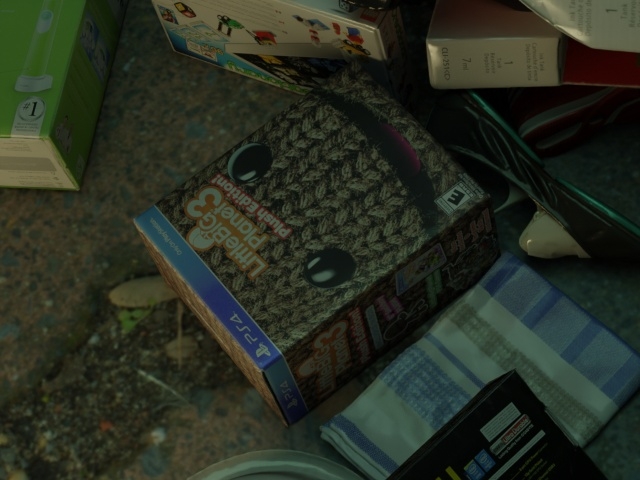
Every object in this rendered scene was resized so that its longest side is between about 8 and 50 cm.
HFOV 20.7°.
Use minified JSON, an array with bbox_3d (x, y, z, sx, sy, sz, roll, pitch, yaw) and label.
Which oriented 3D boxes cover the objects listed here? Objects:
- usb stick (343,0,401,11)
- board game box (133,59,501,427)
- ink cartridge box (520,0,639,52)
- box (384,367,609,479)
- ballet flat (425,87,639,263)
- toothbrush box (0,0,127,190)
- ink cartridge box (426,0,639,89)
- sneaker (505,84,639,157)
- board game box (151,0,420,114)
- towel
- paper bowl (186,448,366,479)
[{"bbox_3d":[0.077,-0.308,1.838,0.077,0.045,0.278,21,33,4],"label":"usb stick"},{"bbox_3d":[0.000,0.000,1.805,0.291,0.141,0.232,-37,61,-10],"label":"board game box"},{"bbox_3d":[0.256,-0.282,1.776,0.385,0.091,0.308,6,27,18],"label":"ink cartridge box"},{"bbox_3d":[0.138,0.312,1.545,0.322,0.079,0.257,-41,88,-26],"label":"box"},{"bbox_3d":[0.219,-0.045,1.813,0.280,0.095,0.096,41,99,15],"label":"ballet flat"},{"bbox_3d":[-0.356,-0.209,2.004,0.206,0.122,0.283,2,63,13],"label":"toothbrush box"},{"bbox_3d":[0.261,-0.261,1.873,0.261,0.066,0.296,1,36,12],"label":"ink cartridge box"},{"bbox_3d":[0.298,-0.186,1.873,0.221,0.087,0.128,-20,59,6],"label":"sneaker"},{"bbox_3d":[-0.047,-0.235,1.915,0.305,0.193,0.053,21,68,21],"label":"board game box"},{"bbox_3d":[0.165,0.160,1.747,0.285,0.034,0.209,-42,63,-13],"label":"towel"},{"bbox_3d":[-0.048,0.331,1.631,0.284,0.148,0.284,-5,61,10],"label":"paper bowl"}]
